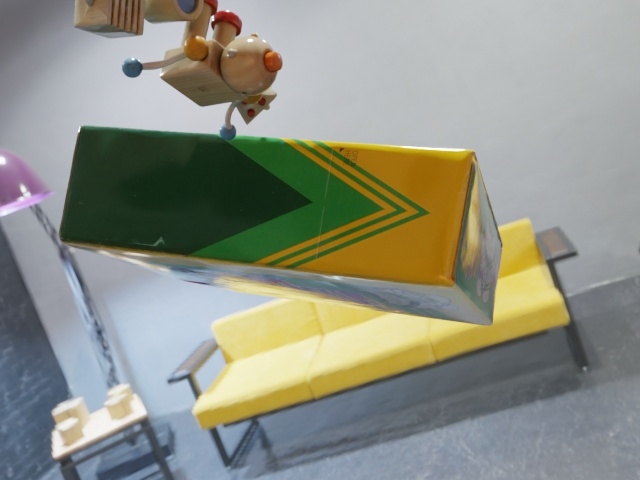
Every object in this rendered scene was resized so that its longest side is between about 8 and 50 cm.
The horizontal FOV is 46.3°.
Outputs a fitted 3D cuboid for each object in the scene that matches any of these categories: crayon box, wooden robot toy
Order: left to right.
[{"bbox_3d":[-0.060,-0.120,0.463,0.079,0.076,0.173,5,-15,34],"label":"wooden robot toy"},{"bbox_3d":[0.000,0.000,0.707,0.312,0.106,0.363,5,-8,17],"label":"crayon box"}]
